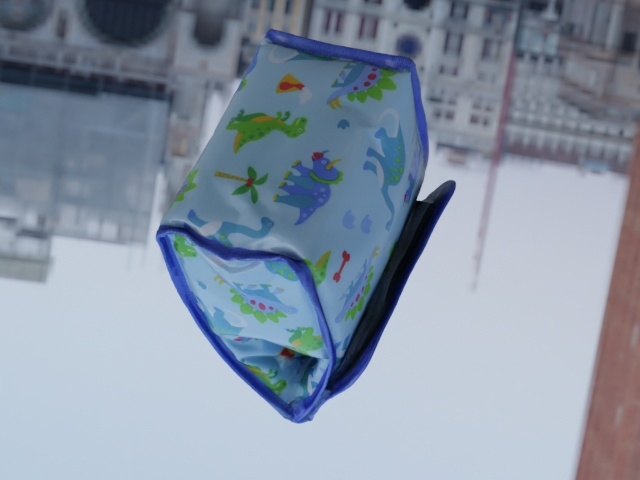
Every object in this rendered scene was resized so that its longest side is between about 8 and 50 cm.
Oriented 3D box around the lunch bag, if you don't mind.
[{"bbox_3d":[0.000,0.000,0.734,0.096,0.129,0.151,17,149,21],"label":"lunch bag"}]
